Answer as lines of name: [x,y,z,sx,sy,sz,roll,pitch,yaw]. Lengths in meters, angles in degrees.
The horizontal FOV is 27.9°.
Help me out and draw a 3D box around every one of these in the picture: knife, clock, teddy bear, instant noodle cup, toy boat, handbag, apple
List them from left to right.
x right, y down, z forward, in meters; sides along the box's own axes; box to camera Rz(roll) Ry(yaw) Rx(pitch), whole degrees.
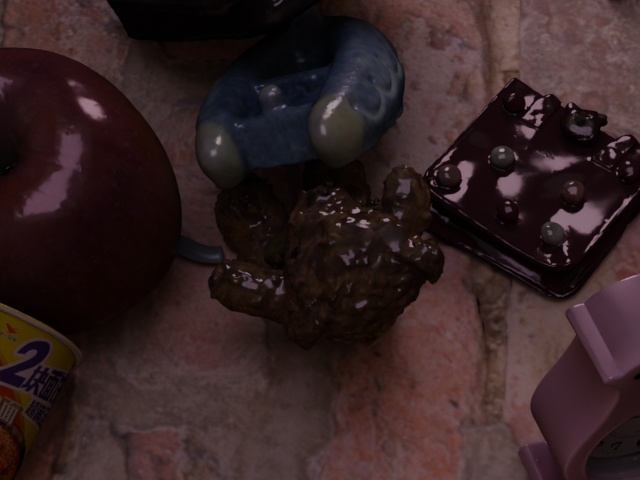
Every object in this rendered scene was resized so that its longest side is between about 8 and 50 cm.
instant noodle cup: [-0.356,0.155,1.230,0.213,0.213,0.174,14,68,13]
apple: [-0.291,-0.046,1.321,0.306,0.235,0.305,-4,67,9]
knife: [-0.200,-0.013,1.428,0.210,0.015,0.028,20,68,17]
toy boat: [-0.025,-0.171,1.370,0.215,0.123,0.330,-11,23,22]
teddy bear: [-0.004,-0.008,1.289,0.246,0.222,0.296,-23,58,-8]
handbag: [0.239,-0.063,1.394,0.203,0.074,0.216,33,65,22]
clock: [0.337,0.123,1.151,0.290,0.275,0.080,-15,53,-10]

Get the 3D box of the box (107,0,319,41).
box: [-0.044,-0.338,1.482,0.359,0.091,0.350,-39,29,-23]
